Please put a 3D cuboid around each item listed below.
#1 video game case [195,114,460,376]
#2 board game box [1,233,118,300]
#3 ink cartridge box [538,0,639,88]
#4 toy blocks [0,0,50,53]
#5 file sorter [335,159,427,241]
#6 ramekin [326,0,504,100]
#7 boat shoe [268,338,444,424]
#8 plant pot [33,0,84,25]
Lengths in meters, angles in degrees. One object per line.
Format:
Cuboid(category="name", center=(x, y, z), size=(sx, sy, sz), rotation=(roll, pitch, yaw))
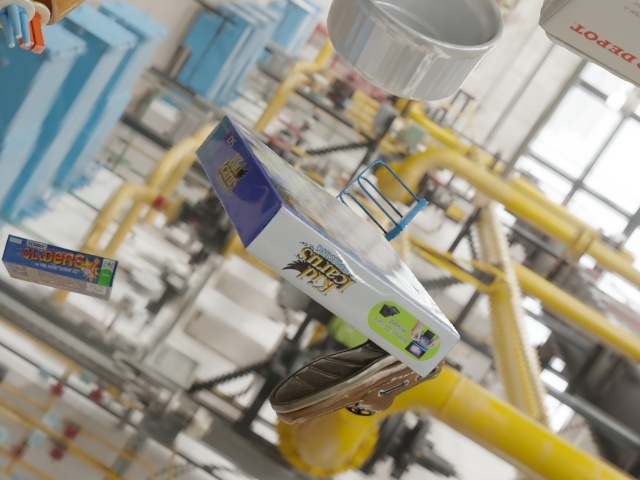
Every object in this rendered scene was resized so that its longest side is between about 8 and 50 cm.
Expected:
Cuboid(category="video game case", center=(0.000, 0.000, 1.352), size=(0.061, 0.244, 0.269), rotation=(-48, -153, 8))
Cuboid(category="board game box", center=(-0.326, 0.037, 1.650), size=(0.201, 0.136, 0.035), rotation=(146, -42, -77))
Cuboid(category="ink cartridge box", center=(0.254, -0.178, 0.840), size=(0.190, 0.139, 0.082), rotation=(-38, -149, 58))
Cuboid(category="toy blocks", center=(-0.350, -0.265, 1.519), size=(0.054, 0.148, 0.123), rotation=(-18, 151, 1))
Cuboid(category="file sorter", center=(0.053, -0.024, 1.965), size=(0.170, 0.104, 0.118), rotation=(-43, 179, 30))
Cuboid(category="ramekin", center=(0.144, -0.351, 2.107), size=(0.135, 0.277, 0.277), rotation=(-60, -179, 39))
Cuboid(category="boat shoe", center=(0.068, 0.214, 1.947), size=(0.307, 0.104, 0.110), rotation=(-24, -157, -26))
Cuboid(category="plant pot", center=(-0.348, -0.454, 1.696), size=(0.203, 0.291, 0.291), rotation=(-36, 176, -17))
